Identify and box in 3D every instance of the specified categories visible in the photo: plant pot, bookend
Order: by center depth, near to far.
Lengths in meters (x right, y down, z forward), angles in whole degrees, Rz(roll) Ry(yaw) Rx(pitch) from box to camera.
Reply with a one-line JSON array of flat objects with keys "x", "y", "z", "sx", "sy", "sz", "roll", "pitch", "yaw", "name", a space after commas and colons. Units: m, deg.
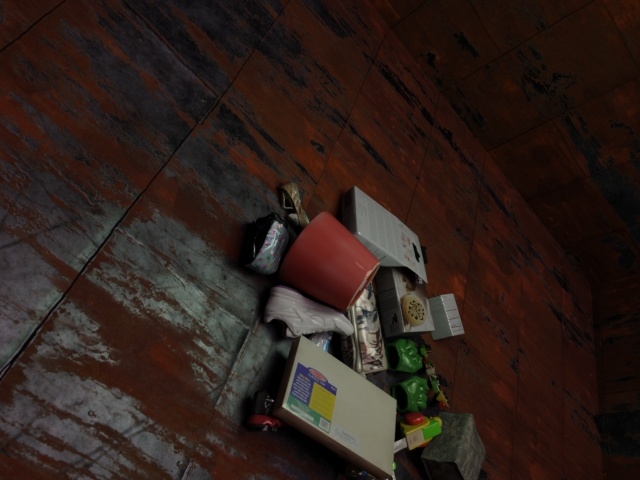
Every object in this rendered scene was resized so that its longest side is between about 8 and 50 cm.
[{"x": 0.041, "y": 0.083, "z": 1.666, "sx": 0.243, "sy": 0.274, "sz": 0.275, "roll": 34, "pitch": 41, "yaw": 11, "name": "plant pot"}, {"x": 0.403, "y": 0.100, "z": 2.249, "sx": 0.157, "sy": 0.072, "sz": 0.156, "roll": 10, "pitch": 66, "yaw": -44, "name": "bookend"}]

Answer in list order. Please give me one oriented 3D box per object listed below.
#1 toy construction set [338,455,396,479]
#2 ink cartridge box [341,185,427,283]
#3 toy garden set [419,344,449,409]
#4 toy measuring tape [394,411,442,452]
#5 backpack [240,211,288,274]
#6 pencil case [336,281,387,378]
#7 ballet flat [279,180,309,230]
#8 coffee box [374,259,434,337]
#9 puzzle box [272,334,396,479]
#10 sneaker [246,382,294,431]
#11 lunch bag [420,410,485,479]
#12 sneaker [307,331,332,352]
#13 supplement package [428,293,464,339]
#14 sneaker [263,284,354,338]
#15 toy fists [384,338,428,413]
[{"x": 0.165, "y": 0.644, "z": 1.676, "sx": 0.215, "sy": 0.151, "sz": 0.327, "roll": 21, "pitch": 40, "yaw": -5, "name": "toy construction set"}, {"x": 0.248, "y": -0.006, "z": 2.045, "sx": 0.385, "sy": 0.091, "sz": 0.308, "roll": 35, "pitch": 31, "yaw": -24, "name": "ink cartridge box"}, {"x": 0.453, "y": 0.537, "z": 2.031, "sx": 0.204, "sy": 0.049, "sz": 0.244, "roll": 19, "pitch": 52, "yaw": -79, "name": "toy garden set"}, {"x": 0.292, "y": 0.699, "z": 1.848, "sx": 0.330, "sy": 0.121, "sz": 0.121, "roll": -13, "pitch": 81, "yaw": -26, "name": "toy measuring tape"}, {"x": -0.175, "y": 0.015, "z": 1.637, "sx": 0.115, "sy": 0.152, "sz": 0.181, "roll": 29, "pitch": 64, "yaw": -23, "name": "backpack"}, {"x": 0.128, "y": 0.284, "z": 1.804, "sx": 0.183, "sy": 0.160, "sz": 0.410, "roll": 27, "pitch": 51, "yaw": -59, "name": "pencil case"}, {"x": -0.096, "y": -0.110, "z": 1.848, "sx": 0.067, "sy": 0.073, "sz": 0.206, "roll": -18, "pitch": 81, "yaw": -21, "name": "ballet flat"}, {"x": 0.329, "y": 0.227, "z": 2.058, "sx": 0.168, "sy": 0.119, "sz": 0.297, "roll": 5, "pitch": 68, "yaw": -33, "name": "coffee box"}, {"x": 0.058, "y": 0.494, "z": 1.545, "sx": 0.409, "sy": 0.052, "sz": 0.272, "roll": 37, "pitch": 34, "yaw": -15, "name": "puzzle box"}, {"x": -0.093, "y": 0.491, "z": 1.524, "sx": 0.276, "sy": 0.098, "sz": 0.135, "roll": 16, "pitch": 63, "yaw": -39, "name": "sneaker"}, {"x": 0.508, "y": 0.825, "z": 1.931, "sx": 0.235, "sy": 0.169, "sz": 0.286, "roll": -48, "pitch": 121, "yaw": -47, "name": "lunch bag"}, {"x": -0.015, "y": 0.332, "z": 1.708, "sx": 0.083, "sy": 0.071, "sz": 0.190, "roll": 29, "pitch": 52, "yaw": -27, "name": "sneaker"}, {"x": 0.534, "y": 0.332, "z": 2.249, "sx": 0.105, "sy": 0.105, "sz": 0.179, "roll": 0, "pitch": 72, "yaw": -46, "name": "supplement package"}, {"x": -0.042, "y": 0.260, "z": 1.661, "sx": 0.305, "sy": 0.114, "sz": 0.152, "roll": 24, "pitch": 74, "yaw": -11, "name": "sneaker"}, {"x": 0.335, "y": 0.512, "z": 1.964, "sx": 0.142, "sy": 0.096, "sz": 0.279, "roll": 8, "pitch": 65, "yaw": -46, "name": "toy fists"}]
